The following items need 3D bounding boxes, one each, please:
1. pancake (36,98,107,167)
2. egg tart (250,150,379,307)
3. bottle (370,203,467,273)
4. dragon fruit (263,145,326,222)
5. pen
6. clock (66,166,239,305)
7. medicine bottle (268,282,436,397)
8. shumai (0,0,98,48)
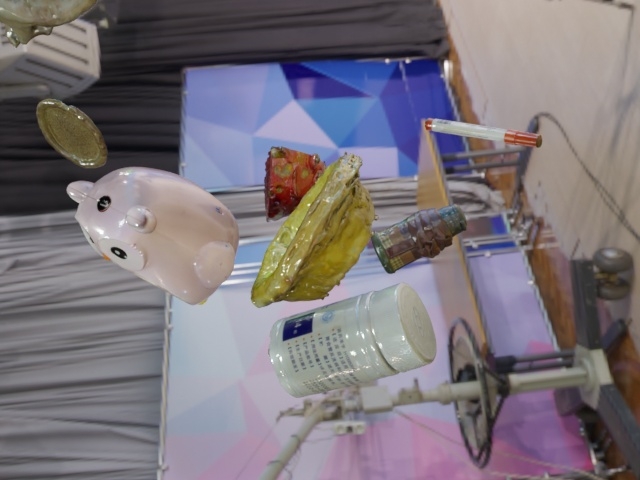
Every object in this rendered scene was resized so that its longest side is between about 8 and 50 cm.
[{"bbox_3d":[-0.585,-0.249,1.649,0.199,0.199,0.021,88,-154,-47],"label":"pancake"},{"bbox_3d":[0.000,0.000,1.145,0.315,0.120,0.315,-55,8,11],"label":"egg tart"},{"bbox_3d":[0.288,-0.014,2.009,0.143,0.271,0.156,58,-170,-40],"label":"bottle"},{"bbox_3d":[-0.053,-0.121,1.690,0.274,0.161,0.126,111,154,-68],"label":"dragon fruit"},{"bbox_3d":[0.303,-0.205,1.322,0.239,0.028,0.028,18,123,38],"label":"pen"},{"bbox_3d":[-0.372,-0.031,1.627,0.250,0.368,0.376,-61,-30,-10],"label":"clock"},{"bbox_3d":[0.071,0.223,1.550,0.190,0.332,0.190,48,-148,-44],"label":"medicine bottle"},{"bbox_3d":[-0.358,-0.345,0.894,0.120,0.201,0.201,158,107,-83],"label":"shumai"}]
